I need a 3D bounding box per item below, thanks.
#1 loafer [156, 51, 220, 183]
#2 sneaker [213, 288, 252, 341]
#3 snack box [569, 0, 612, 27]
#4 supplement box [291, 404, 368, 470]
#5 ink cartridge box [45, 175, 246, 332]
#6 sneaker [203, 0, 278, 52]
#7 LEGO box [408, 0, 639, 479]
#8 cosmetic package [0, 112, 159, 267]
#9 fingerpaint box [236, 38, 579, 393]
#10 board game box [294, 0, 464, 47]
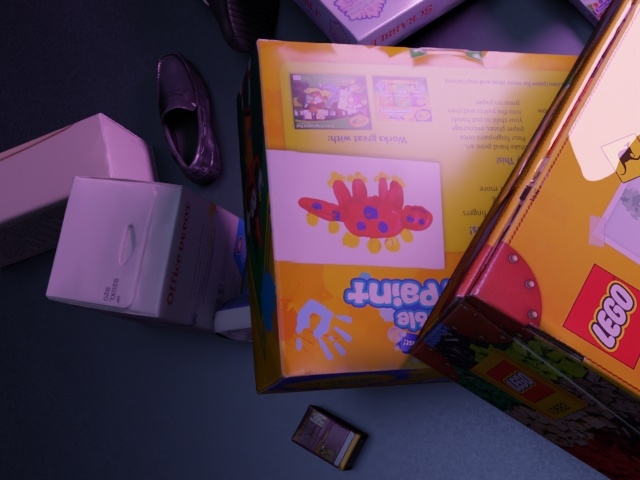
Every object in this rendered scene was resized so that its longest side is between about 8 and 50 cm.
[{"bbox_3d":[-0.206,-0.194,1.310,0.076,0.078,0.223,-21,72,12],"label":"loafer"},{"bbox_3d":[0.000,0.000,1.177,0.322,0.130,0.236,-13,69,16],"label":"sneaker"},{"bbox_3d":[0.387,-0.355,1.173,0.100,0.037,0.141,-37,68,4],"label":"snack box"},{"bbox_3d":[0.012,0.263,1.152,0.083,0.043,0.055,28,87,21],"label":"supplement box"},{"bbox_3d":[-0.225,0.026,1.182,0.168,0.232,0.171,6,79,19],"label":"ink cartridge box"},{"bbox_3d":[-0.165,-0.426,1.343,0.146,0.122,0.331,-21,72,32],"label":"sneaker"},{"bbox_3d":[0.379,-0.016,0.856,0.372,0.193,0.500,32,68,5],"label":"LEGO box"},{"bbox_3d":[-0.415,-0.067,1.307,0.309,0.160,0.113,-19,72,12],"label":"cosmetic package"},{"bbox_3d":[0.139,-0.023,1.010,0.444,0.163,0.371,-2,75,-16],"label":"fingerpaint box"},{"bbox_3d":[0.082,-0.440,1.225,0.318,0.066,0.318,-35,68,-14],"label":"board game box"}]
